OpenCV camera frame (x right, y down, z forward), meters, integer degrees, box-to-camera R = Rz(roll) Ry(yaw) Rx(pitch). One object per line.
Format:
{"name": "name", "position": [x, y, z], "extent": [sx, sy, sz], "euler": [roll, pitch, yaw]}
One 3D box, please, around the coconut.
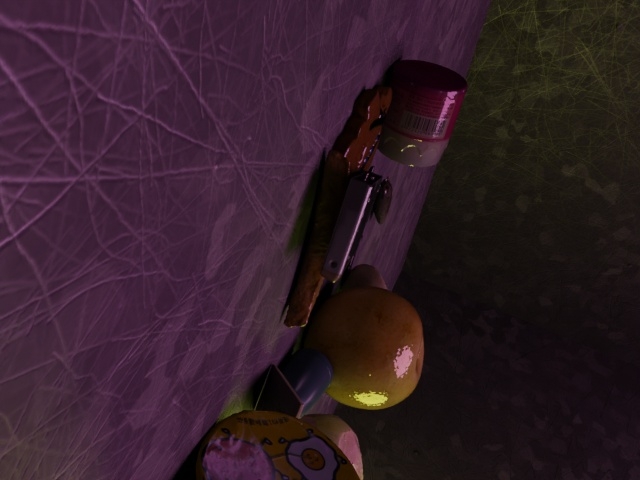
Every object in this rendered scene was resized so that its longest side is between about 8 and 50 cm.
{"name": "coconut", "position": [-0.021, 0.632, 1.748], "extent": [0.297, 0.297, 0.255], "euler": [-45, 126, -63]}

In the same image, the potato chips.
{"name": "potato chips", "position": [0.000, 0.000, 1.212], "extent": [0.080, 0.057, 0.407], "euler": [-61, 169, -59]}

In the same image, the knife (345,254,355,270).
{"name": "knife", "position": [0.111, -0.027, 1.776], "extent": [0.072, 0.019, 0.245], "euler": [27, 82, -76]}

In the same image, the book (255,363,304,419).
{"name": "book", "position": [-0.091, 0.360, 1.307], "extent": [0.181, 0.014, 0.127], "euler": [35, -74, 61]}

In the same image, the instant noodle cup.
{"name": "instant noodle cup", "position": [-0.109, 0.515, 1.113], "extent": [0.254, 0.325, 0.325], "euler": [-63, 171, 26]}

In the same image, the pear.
{"name": "pear", "position": [0.124, 0.288, 1.670], "extent": [0.348, 0.348, 0.348], "euler": [22, 90, -78]}

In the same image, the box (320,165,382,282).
{"name": "box", "position": [0.068, -0.042, 1.203], "extent": [0.270, 0.045, 0.211], "euler": [-40, 149, -78]}

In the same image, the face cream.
{"name": "face cream", "position": [0.225, -0.291, 1.402], "extent": [0.175, 0.175, 0.195], "euler": [-52, 161, -53]}

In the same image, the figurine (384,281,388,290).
{"name": "figurine", "position": [0.219, 0.249, 2.450], "extent": [0.208, 0.128, 0.184], "euler": [20, -92, 65]}

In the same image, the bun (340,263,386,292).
{"name": "bun", "position": [0.123, 0.184, 1.902], "extent": [0.222, 0.127, 0.222], "euler": [176, -90, -74]}

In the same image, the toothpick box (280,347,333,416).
{"name": "toothpick box", "position": [-0.054, 0.351, 1.475], "extent": [0.184, 0.120, 0.120], "euler": [-40, 150, -59]}

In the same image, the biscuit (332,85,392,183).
{"name": "biscuit", "position": [0.084, -0.183, 1.290], "extent": [0.301, 0.043, 0.278], "euler": [97, 19, -52]}

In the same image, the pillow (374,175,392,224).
{"name": "pillow", "position": [0.193, -0.131, 1.861], "extent": [0.241, 0.051, 0.093], "euler": [81, 26, -68]}
